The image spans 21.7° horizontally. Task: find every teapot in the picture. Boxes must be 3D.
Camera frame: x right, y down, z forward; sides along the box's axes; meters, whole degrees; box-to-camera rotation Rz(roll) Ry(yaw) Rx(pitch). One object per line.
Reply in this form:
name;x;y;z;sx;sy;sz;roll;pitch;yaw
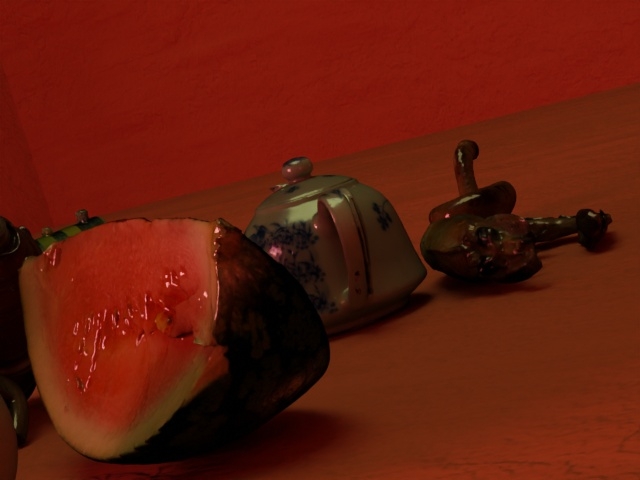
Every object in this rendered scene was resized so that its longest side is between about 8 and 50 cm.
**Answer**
teapot;0.000;0.000;1.398;0.159;0.159;0.232;-18;6;-12

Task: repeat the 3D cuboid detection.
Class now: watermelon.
watermelon;-0.110;0.085;1.068;0.128;0.159;0.303;-52;22;-22

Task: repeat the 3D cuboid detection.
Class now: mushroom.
mushroom;0.158;-0.048;1.695;0.088;0.073;0.130;-29;32;35

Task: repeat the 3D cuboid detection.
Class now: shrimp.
shrimp;0.173;-0.002;1.407;0.173;0.058;0.253;-10;3;-12

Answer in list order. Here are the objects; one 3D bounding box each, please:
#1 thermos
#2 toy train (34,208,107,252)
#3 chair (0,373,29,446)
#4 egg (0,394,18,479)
thermos;-0.282;0.050;1.399;0.099;0.124;0.232;-51;-14;-33
toy train;-0.309;0.040;1.963;0.200;0.132;0.083;-25;11;-39
chair;-0.375;0.131;1.271;0.188;0.166;0.272;-13;-35;44
egg;-0.261;0.129;0.928;0.192;0.149;0.149;-14;6;10
